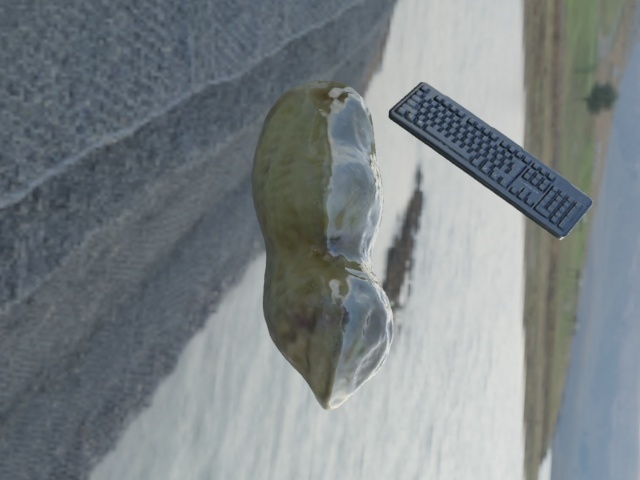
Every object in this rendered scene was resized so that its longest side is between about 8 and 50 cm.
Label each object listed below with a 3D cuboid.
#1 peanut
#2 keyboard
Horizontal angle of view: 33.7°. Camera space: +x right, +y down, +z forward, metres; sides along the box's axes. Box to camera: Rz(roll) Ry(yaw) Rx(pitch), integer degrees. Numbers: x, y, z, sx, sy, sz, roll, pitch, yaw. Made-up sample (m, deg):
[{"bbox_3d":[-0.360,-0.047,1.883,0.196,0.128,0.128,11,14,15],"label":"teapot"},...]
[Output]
[{"bbox_3d":[0.001,0.000,0.677,0.104,0.086,0.227,115,-25,-60],"label":"peanut"},{"bbox_3d":[0.122,-0.060,0.757,0.053,0.155,0.010,-44,165,-38],"label":"keyboard"}]
